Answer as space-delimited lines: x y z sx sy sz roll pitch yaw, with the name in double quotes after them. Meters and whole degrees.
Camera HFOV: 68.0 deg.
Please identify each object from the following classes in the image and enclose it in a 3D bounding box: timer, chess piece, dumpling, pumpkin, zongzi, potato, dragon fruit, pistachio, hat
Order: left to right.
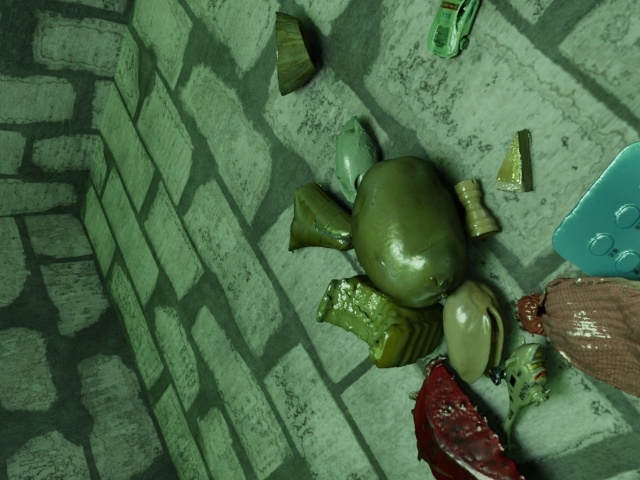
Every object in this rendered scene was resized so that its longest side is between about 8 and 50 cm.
-0.067 -0.506 1.282 0.110 0.217 0.217 -3 95 9 "pumpkin"
0.000 0.000 1.301 0.228 0.115 0.256 44 132 29 "zongzi"
0.091 -0.200 1.189 0.108 0.152 0.219 4 88 5 "dumpling"
0.179 -0.016 1.003 0.243 0.221 0.326 135 127 -58 "potato"
0.282 0.464 1.027 0.343 0.100 0.282 -125 33 -44 "dragon fruit"
0.316 0.185 0.977 0.152 0.126 0.223 -170 69 -68 "pistachio"
0.319 -0.064 0.981 0.066 0.066 0.122 -27 70 46 "chess piece"
0.460 0.147 0.806 0.286 0.107 0.236 9 122 62 "hat"
0.534 -0.007 0.737 0.250 0.091 0.231 45 126 29 "timer"

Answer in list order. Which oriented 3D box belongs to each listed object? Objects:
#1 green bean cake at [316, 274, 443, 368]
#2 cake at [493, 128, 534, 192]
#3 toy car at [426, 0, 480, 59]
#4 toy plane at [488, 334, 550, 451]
0.140 0.172 1.085 0.236 0.233 0.124 30 111 40 "green bean cake"
0.373 -0.153 0.913 0.065 0.052 0.121 6 101 49 "cake"
0.274 -0.472 0.970 0.093 0.058 0.186 40 123 38 "toy car"
0.386 0.306 0.922 0.108 0.092 0.286 -111 19 -51 "toy plane"
